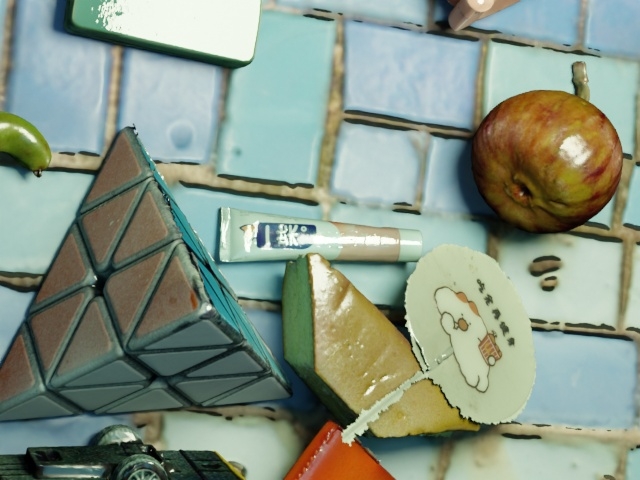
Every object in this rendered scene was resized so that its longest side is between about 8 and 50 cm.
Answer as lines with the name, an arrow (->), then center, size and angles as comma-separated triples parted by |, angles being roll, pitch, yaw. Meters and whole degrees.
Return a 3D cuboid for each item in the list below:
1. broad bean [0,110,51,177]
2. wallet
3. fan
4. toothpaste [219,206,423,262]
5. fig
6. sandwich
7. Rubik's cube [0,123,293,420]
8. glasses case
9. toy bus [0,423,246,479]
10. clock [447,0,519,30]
broad bean -> -0.351, -0.080, 1.531 | 0.213, 0.048, 0.070 | -7, 89, -23
wallet -> -0.010, 0.290, 1.624 | 0.204, 0.045, 0.142 | -53, 124, -14
fan -> 0.116, 0.117, 1.629 | 0.329, 0.009, 0.191 | -31, 95, -47
toothpaste -> 0.000, 0.000, 1.662 | 0.205, 0.036, 0.056 | 4, 72, -16
fig -> 0.234, -0.083, 1.703 | 0.149, 0.202, 0.148 | -38, 84, 19
sandwich -> 0.039, 0.127, 1.637 | 0.258, 0.094, 0.096 | 47, 71, -13
Rubik's cube -> -0.155, 0.063, 1.545 | 0.228, 0.233, 0.229 | 22, 34, 19
glasses case -> -0.150, -0.220, 1.614 | 0.184, 0.039, 0.078 | 10, 83, -19
toy bus -> -0.243, 0.241, 1.520 | 0.335, 0.121, 0.123 | 1, 100, -20
clock -> 0.162, -0.313, 1.712 | 0.166, 0.093, 0.162 | -26, 87, -19
